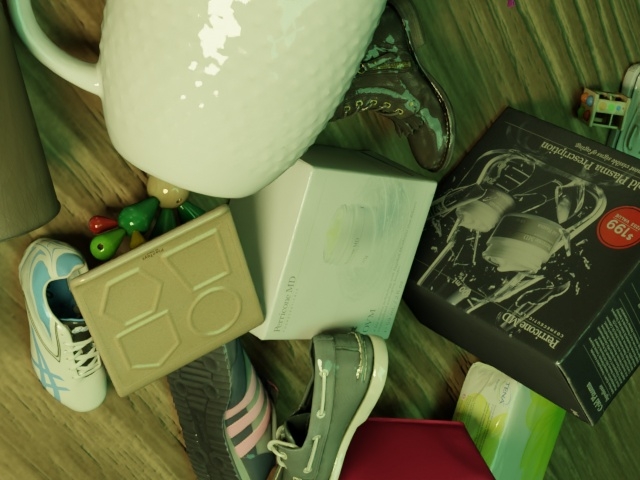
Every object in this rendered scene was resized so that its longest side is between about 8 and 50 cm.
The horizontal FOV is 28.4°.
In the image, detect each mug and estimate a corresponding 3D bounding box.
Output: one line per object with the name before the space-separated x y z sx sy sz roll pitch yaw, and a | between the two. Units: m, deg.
mug | -0.133 -0.238 1.300 0.374 0.276 0.328 17 109 -15

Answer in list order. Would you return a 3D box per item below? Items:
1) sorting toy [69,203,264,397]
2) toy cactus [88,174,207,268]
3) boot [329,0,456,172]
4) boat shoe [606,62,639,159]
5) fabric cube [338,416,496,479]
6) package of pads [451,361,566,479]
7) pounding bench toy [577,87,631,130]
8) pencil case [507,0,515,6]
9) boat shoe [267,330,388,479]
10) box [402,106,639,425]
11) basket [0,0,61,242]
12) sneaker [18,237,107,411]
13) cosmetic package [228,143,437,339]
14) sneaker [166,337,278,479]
sorting toy | -0.170 0.067 1.426 0.193 0.038 0.208 -27 136 -14
toy cactus | -0.182 -0.021 1.475 0.219 0.112 0.180 4 89 -41
boot | 0.039 -0.172 1.577 0.229 0.091 0.263 -28 106 -28
boat shoe | 0.512 -0.168 2.028 0.083 0.076 0.226 -21 124 -34
fabric cube | 0.099 0.420 1.766 0.254 0.258 0.259 3 111 -14
package of pads | 0.278 0.351 2.026 0.229 0.101 0.296 22 86 -55
pounding bench toy | 0.428 -0.206 1.954 0.065 0.083 0.052 6 107 -11
pencil case | 0.273 -0.395 1.701 0.070 0.064 0.151 38 84 -21
boat shoe | -0.018 0.240 1.617 0.099 0.116 0.319 12 124 -22
box | 0.318 0.026 1.759 0.312 0.343 0.179 -50 137 -12
basket | -0.358 -0.122 1.212 0.204 0.154 0.226 -15 117 -31
sneaker | -0.284 0.108 1.441 0.085 0.086 0.237 -30 130 -30
cosmetic package | 0.000 0.000 1.606 0.225 0.138 0.224 4 108 -42
sneaker | -0.115 0.192 1.640 0.131 0.112 0.319 -42 139 -41
